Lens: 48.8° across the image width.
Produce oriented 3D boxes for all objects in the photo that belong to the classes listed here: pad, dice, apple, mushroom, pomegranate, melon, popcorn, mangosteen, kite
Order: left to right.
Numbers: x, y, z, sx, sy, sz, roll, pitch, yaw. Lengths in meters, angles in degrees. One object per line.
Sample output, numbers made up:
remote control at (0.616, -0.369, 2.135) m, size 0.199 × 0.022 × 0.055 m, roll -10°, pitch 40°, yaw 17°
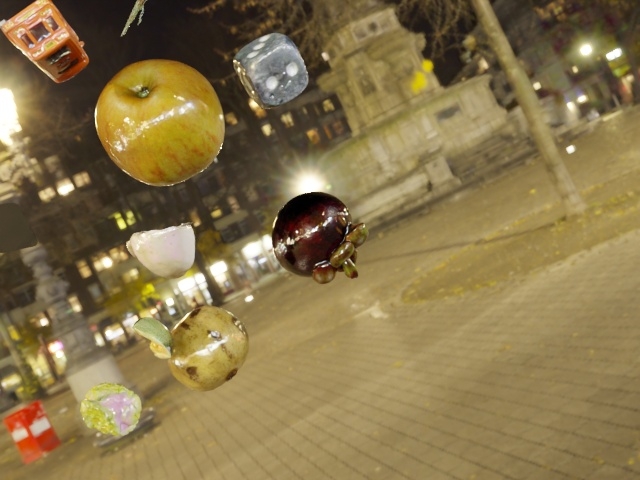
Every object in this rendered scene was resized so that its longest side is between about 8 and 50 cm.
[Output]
pad at (-1.105, -0.034, 2.386) m, size 0.266 × 0.181 × 0.004 m, roll -10°, pitch 30°, yaw 10°
popcorn at (-0.516, 0.415, 1.742) m, size 0.145 × 0.126 × 0.126 m, roll 3°, pitch -1°, yaw -12°
kite at (-0.594, -0.812, 2.376) m, size 0.013 × 0.268 × 0.323 m, roll 25°, pitch -47°, yaw -30°
mushroom at (-0.546, 0.050, 2.341) m, size 0.236 × 0.174 × 0.162 m, roll -12°, pitch -2°, yaw 31°
apple at (-0.496, -0.368, 2.174) m, size 0.400 × 0.401 × 0.333 m, roll -26°, pitch -19°, yaw 4°
melon at (-0.482, 0.291, 2.121) m, size 0.128 × 0.160 × 0.079 m, roll 19°, pitch 57°, yaw 31°
pomegranate at (-0.370, 0.354, 2.318) m, size 0.281 × 0.281 × 0.281 m, roll -26°, pitch 1°, yaw 0°
dice at (-0.158, -0.538, 2.239) m, size 0.183 × 0.182 × 0.182 m, roll -34°, pitch 35°, yaw -9°
mangosteen at (0.000, 0.000, 2.401) m, size 0.307 × 0.346 × 0.307 m, roll -47°, pitch -20°, yaw -23°

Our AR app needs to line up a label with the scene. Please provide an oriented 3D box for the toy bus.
toy bus at (-0.696, -0.507, 1.822) m, size 0.143 × 0.153 × 0.329 m, roll -38°, pitch 7°, yaw -7°
